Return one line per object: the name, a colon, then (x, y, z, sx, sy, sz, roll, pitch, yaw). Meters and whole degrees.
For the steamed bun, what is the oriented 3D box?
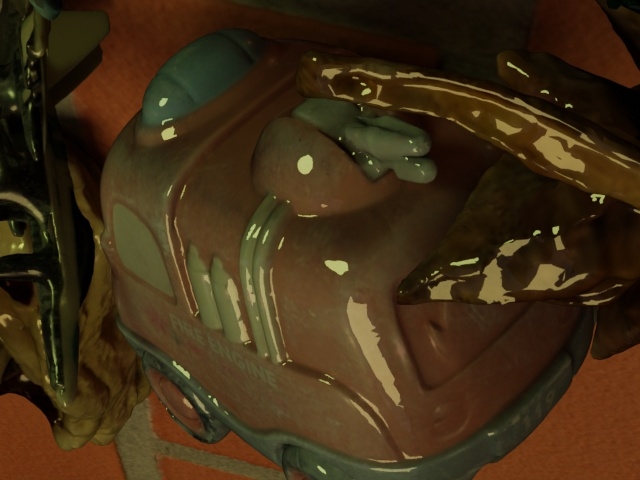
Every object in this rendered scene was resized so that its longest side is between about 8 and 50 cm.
steamed bun: (-0.275, 0.065, 1.093, 0.247, 0.189, 0.428, 21, 153, 9)

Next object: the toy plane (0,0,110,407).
toy plane: (-0.167, -0.035, 0.779, 0.088, 0.262, 0.192, 6, 155, -16)

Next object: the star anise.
star anise: (0.178, -0.039, 0.614, 0.349, 0.292, 0.109, 41, -178, -30)

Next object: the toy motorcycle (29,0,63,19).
toy motorcycle: (-0.136, -0.217, 0.561, 0.206, 0.154, 0.260, 25, 154, 39)

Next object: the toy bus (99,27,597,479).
toy bus: (0.000, 0.000, 0.762, 0.294, 0.197, 0.232, 28, 150, 44)

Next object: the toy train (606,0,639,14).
toy train: (0.225, -0.163, 0.424, 0.369, 0.150, 0.237, 15, 127, -22)
